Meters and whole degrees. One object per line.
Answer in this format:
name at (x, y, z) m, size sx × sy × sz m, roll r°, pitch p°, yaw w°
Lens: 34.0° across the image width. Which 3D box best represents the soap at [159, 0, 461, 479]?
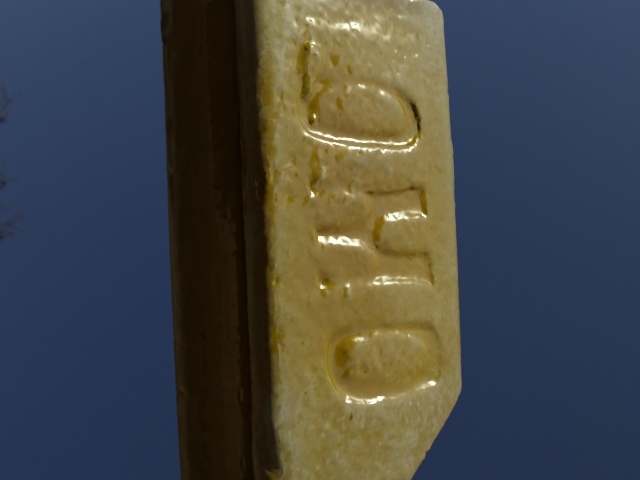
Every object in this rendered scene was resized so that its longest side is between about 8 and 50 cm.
soap at (0.000, 0.000, 0.487) m, size 0.073 × 0.140 × 0.232 m, roll -4°, pitch -92°, yaw 46°
